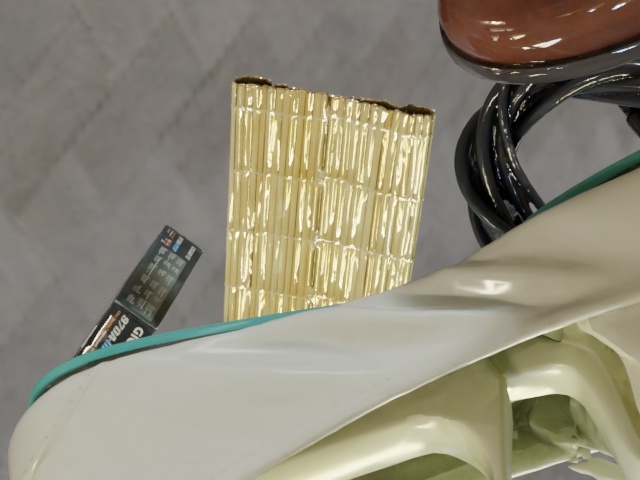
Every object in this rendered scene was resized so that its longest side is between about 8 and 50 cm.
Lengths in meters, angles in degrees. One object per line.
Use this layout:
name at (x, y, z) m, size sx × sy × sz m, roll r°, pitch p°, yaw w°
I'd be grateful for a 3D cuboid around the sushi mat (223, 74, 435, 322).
sushi mat at (0.000, 0.000, 1.534) m, size 0.316 × 0.151 × 0.019 m, roll 96°, pitch 10°, yaw -46°

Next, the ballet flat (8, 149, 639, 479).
ballet flat at (0.078, 0.065, 0.759) m, size 0.400 × 0.139 × 0.139 m, roll -19°, pitch 125°, yaw -1°

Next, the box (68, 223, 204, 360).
box at (-0.199, 0.096, 1.895) m, size 0.175 × 0.051 × 0.220 m, roll -53°, pitch -175°, yaw 20°

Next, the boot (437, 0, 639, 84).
boot at (0.108, -0.199, 0.637) m, size 0.264 × 0.096 × 0.280 m, roll -29°, pitch 142°, yaw 11°

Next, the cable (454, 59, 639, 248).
cable at (0.143, -0.010, 0.891) m, size 0.047 × 0.150 × 0.184 m, roll -45°, pitch 112°, yaw -43°
